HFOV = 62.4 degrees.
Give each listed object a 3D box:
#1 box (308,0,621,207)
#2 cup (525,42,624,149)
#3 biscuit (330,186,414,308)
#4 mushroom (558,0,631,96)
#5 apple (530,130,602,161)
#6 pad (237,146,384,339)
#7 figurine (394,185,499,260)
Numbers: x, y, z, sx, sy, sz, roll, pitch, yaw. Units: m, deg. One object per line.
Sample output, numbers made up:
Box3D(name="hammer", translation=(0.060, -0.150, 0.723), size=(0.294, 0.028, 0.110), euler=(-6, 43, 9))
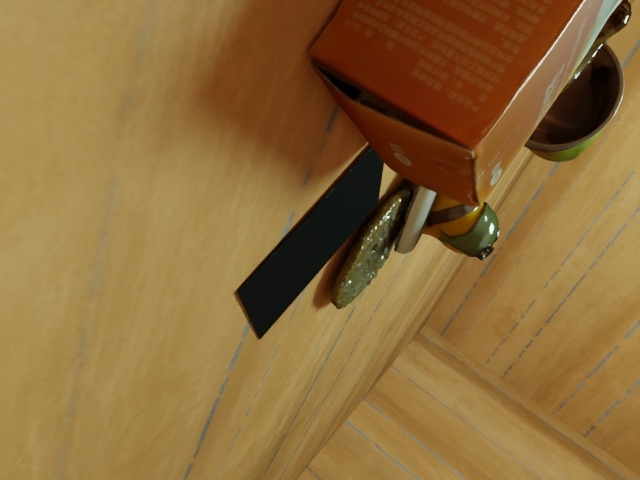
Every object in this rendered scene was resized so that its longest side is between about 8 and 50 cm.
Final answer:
Box3D(name="box", translation=(0.160, -0.210, 0.431), size=(0.341, 0.143, 0.225), euler=(-55, 162, 5))
Box3D(name="cup", translation=(0.416, -0.284, 0.945), size=(0.200, 0.191, 0.253), euler=(-14, 103, -70))
Box3D(name="biscuit", translation=(0.082, 0.012, 0.808), size=(0.220, 0.033, 0.220), euler=(-51, 163, -22))
Box3D(name="mushroom", translation=(0.302, -0.277, 0.720), size=(0.231, 0.138, 0.194), euler=(-31, 166, -30))
Box3D(name="apple", translation=(0.678, -0.344, 1.461), size=(0.261, 0.194, 0.261), euler=(-53, 170, -14))
Box3D(name="pad", translation=(0.000, 0.000, 0.613), size=(0.245, 0.006, 0.170), euler=(-49, 162, -19))
Box3D(name="figurine", translation=(0.220, -0.066, 0.797), size=(0.166, 0.141, 0.250), euler=(-47, 158, -52))
